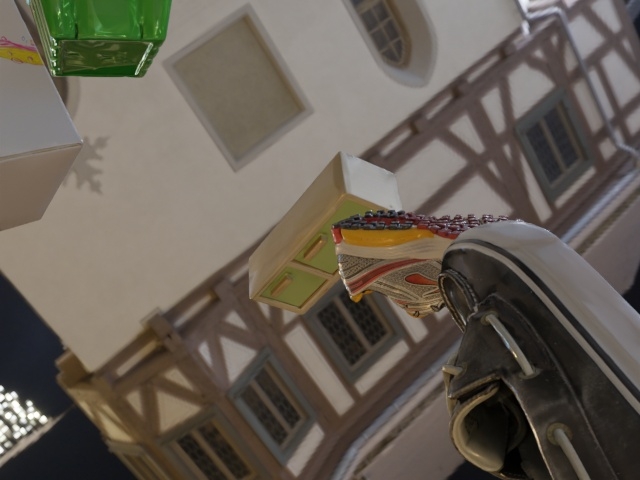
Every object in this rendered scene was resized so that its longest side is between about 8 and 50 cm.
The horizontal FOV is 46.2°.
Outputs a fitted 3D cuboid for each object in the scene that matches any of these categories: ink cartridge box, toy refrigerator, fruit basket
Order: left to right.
[{"bbox_3d":[-0.275,-0.098,0.532,0.127,0.176,0.128,-19,168,-40],"label":"ink cartridge box"},{"bbox_3d":[-0.383,-0.472,1.219,0.283,0.392,0.392,-4,-166,-20],"label":"fruit basket"},{"bbox_3d":[0.000,0.000,1.130,0.269,0.102,0.094,-46,-145,38],"label":"toy refrigerator"}]

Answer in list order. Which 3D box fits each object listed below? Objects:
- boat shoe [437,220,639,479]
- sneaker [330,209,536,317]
[{"bbox_3d":[0.127,0.085,0.445,0.119,0.121,0.335,-26,-156,-3],"label":"boat shoe"},{"bbox_3d":[0.118,0.025,0.693,0.225,0.093,0.088,5,-163,34],"label":"sneaker"}]
